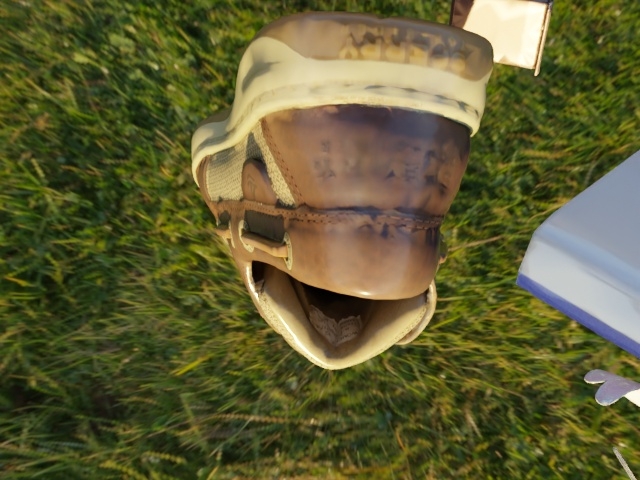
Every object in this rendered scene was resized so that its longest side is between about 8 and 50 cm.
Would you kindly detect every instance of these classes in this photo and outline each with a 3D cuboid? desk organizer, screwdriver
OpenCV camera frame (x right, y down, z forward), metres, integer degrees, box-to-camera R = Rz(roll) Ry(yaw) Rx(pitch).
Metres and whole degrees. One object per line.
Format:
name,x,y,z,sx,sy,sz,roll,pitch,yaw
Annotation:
desk organizer,0.105,-0.153,0.596,0.050,0.047,0.130,11,49,8
screwdriver,0.320,0.253,1.076,0.024,0.170,0.025,-34,119,8

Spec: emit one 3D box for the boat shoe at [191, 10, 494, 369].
boat shoe,0.000,0.000,0.523,0.123,0.342,0.123,3,82,-10

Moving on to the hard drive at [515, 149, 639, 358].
hard drive,0.278,0.049,0.502,0.319,0.210,0.040,33,129,25

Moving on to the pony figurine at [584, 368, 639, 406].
pony figurine,0.457,0.210,0.994,0.363,0.351,0.303,-42,42,10
